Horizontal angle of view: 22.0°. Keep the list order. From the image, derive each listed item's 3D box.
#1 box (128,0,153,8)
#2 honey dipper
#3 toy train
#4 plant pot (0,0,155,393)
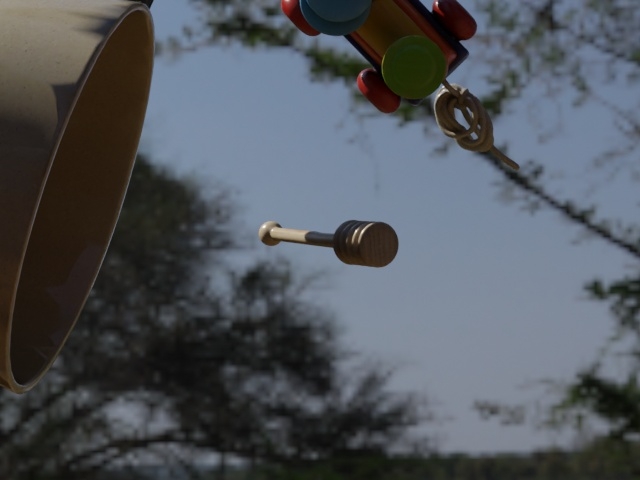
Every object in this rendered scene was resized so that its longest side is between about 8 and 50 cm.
[{"bbox_3d":[-0.235,-0.234,1.510,0.059,0.183,0.232,35,23,19],"label":"box"},{"bbox_3d":[0.000,0.000,1.117,0.030,0.030,0.160,5,0,-28],"label":"honey dipper"},{"bbox_3d":[0.077,-0.135,1.263,0.105,0.248,0.143,-44,7,10],"label":"toy train"},{"bbox_3d":[-0.275,-0.068,1.042,0.274,0.256,0.256,18,-9,4],"label":"plant pot"}]
